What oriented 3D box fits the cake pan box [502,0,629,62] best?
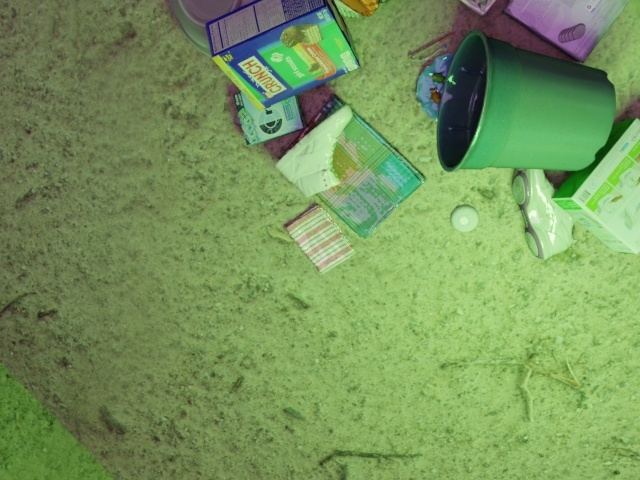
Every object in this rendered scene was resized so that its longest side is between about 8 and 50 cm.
[{"bbox_3d":[0.629,-0.621,1.395,0.245,0.070,0.267,31,113,-2],"label":"cake pan box"}]

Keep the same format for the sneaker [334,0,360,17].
[{"bbox_3d":[0.012,-0.710,1.480,0.293,0.102,0.146,32,104,0],"label":"sneaker"}]

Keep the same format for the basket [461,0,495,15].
[{"bbox_3d":[0.414,-0.664,1.407,0.113,0.103,0.167,37,114,-2],"label":"basket"}]

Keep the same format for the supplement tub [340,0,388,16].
[{"bbox_3d":[0.158,-0.727,1.345,0.207,0.207,0.338,37,97,-2],"label":"supplement tub"}]

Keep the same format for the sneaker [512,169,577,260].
[{"bbox_3d":[0.631,-0.105,1.576,0.152,0.114,0.305,-19,105,-2],"label":"sneaker"}]

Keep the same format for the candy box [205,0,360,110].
[{"bbox_3d":[-0.092,-0.503,1.467,0.317,0.268,0.122,-17,68,17],"label":"candy box"}]

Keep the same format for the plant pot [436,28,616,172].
[{"bbox_3d":[0.501,-0.316,1.391,0.333,0.341,0.341,7,112,-5],"label":"plant pot"}]

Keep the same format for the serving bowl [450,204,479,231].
[{"bbox_3d":[0.426,-0.061,1.663,0.083,0.027,0.083,4,109,11],"label":"serving bowl"}]

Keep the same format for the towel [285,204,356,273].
[{"bbox_3d":[0.000,0.000,1.781,0.144,0.029,0.197,-34,99,22],"label":"towel"}]

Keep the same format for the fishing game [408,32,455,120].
[{"bbox_3d":[0.354,-0.416,1.546,0.189,0.041,0.264,-25,102,17],"label":"fishing game"}]

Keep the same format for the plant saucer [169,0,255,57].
[{"bbox_3d":[-0.278,-0.682,1.506,0.400,0.100,0.401,11,115,25],"label":"plant saucer"}]

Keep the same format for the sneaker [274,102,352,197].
[{"bbox_3d":[0.021,-0.245,1.616,0.169,0.108,0.292,48,122,-6],"label":"sneaker"}]

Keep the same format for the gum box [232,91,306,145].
[{"bbox_3d":[-0.149,-0.379,1.656,0.184,0.041,0.157,-15,95,16],"label":"gum box"}]

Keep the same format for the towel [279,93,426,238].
[{"bbox_3d":[0.090,-0.211,1.679,0.370,0.040,0.271,43,112,-4],"label":"towel"}]

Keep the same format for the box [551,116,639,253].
[{"bbox_3d":[0.788,-0.137,1.456,0.231,0.127,0.262,38,91,-4],"label":"box"}]
